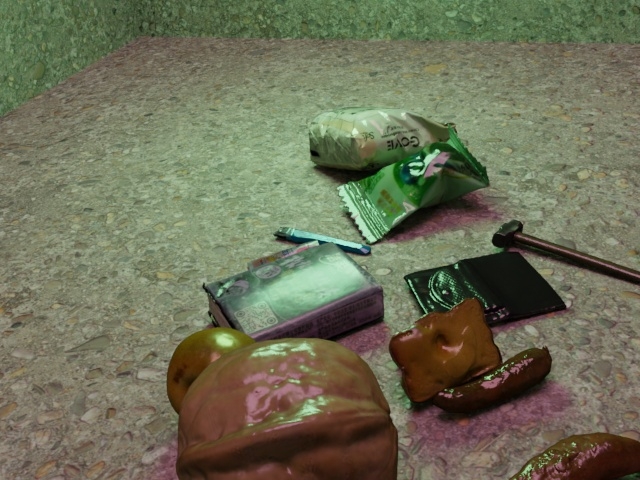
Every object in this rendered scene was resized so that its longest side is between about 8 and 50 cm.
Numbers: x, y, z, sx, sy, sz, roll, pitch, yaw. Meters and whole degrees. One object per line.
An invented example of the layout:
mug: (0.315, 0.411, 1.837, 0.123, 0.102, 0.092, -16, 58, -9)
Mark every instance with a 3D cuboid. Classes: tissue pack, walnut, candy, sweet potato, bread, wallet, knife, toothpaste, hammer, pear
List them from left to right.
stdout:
pear: (-0.194, 0.270, 1.411, 0.209, 0.208, 0.208, -5, 33, 3)
toothpaste: (-0.096, 0.046, 1.891, 0.195, 0.042, 0.067, -18, 37, -8)
walnut: (-0.052, 0.338, 1.167, 0.382, 0.381, 0.381, -5, 33, 3)
tissue pack: (-0.062, 0.142, 1.664, 0.362, 0.122, 0.259, -19, 36, -22)
knife: (0.000, 0.002, 1.954, 0.297, 0.026, 0.044, 14, 40, 24)
tissue pack: (0.183, -0.336, 2.265, 0.376, 0.194, 0.390, -16, 17, -22)
candy: (0.256, -0.156, 2.031, 0.398, 0.171, 0.263, -24, 37, -7)
bread: (0.245, 0.224, 1.451, 0.233, 0.160, 0.088, -18, -9, -25)
wallet: (0.379, 0.113, 1.695, 0.323, 0.041, 0.247, -8, 33, -12)
sweet potato: (0.345, 0.284, 1.409, 0.274, 0.075, 0.075, -20, 35, -16)
sweet potato: (0.414, 0.392, 1.206, 0.355, 0.095, 0.106, -15, 61, -14)
hammer: (0.613, 0.031, 1.772, 0.366, 0.043, 0.111, 21, 31, 32)

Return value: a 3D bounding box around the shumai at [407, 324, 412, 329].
shumai: (0.191, 0.226, 1.526, 0.081, 0.082, 0.083, -19, 12, -17)
